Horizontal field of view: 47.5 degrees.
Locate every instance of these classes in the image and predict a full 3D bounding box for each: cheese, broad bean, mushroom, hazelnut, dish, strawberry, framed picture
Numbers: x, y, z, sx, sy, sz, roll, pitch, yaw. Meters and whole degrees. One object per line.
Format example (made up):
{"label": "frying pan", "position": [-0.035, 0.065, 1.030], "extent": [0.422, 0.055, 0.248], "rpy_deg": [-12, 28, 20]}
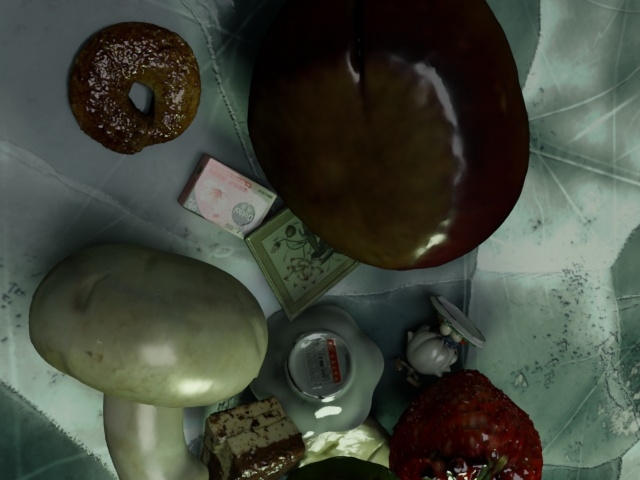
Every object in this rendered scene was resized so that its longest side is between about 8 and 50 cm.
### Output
{"label": "cheese", "position": [0.012, 0.353, 1.273], "extent": [0.263, 0.093, 0.159], "rpy_deg": [37, 93, -27]}
{"label": "broad bean", "position": [0.012, 0.425, 1.181], "extent": [0.292, 0.049, 0.144], "rpy_deg": [-37, 81, 16]}
{"label": "mushroom", "position": [-0.203, 0.140, 0.981], "extent": [0.315, 0.315, 0.356], "rpy_deg": [-40, 89, -8]}
{"label": "hazelnut", "position": [0.092, -0.169, 1.020], "extent": [0.402, 0.402, 0.429], "rpy_deg": [-36, 109, -10]}
{"label": "dish", "position": [-0.003, 0.203, 1.170], "extent": [0.229, 0.081, 0.229], "rpy_deg": [3, 72, -8]}
{"label": "strawberry", "position": [0.245, 0.349, 1.265], "extent": [0.238, 0.288, 0.250], "rpy_deg": [-23, 123, 27]}
{"label": "framed picture", "position": [0.000, 0.000, 1.186], "extent": [0.231, 0.010, 0.173], "rpy_deg": [-39, 118, -21]}

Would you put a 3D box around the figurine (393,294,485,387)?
{"label": "figurine", "position": [0.198, 0.191, 1.302], "extent": [0.132, 0.132, 0.154], "rpy_deg": [36, 103, -27]}

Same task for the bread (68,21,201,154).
{"label": "bread", "position": [-0.256, -0.213, 1.018], "extent": [0.193, 0.064, 0.193], "rpy_deg": [-8, 111, -22]}

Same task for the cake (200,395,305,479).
{"label": "cake", "position": [-0.115, 0.354, 1.162], "extent": [0.135, 0.112, 0.246], "rpy_deg": [-19, 147, -29]}

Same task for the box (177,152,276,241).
{"label": "box", "position": [-0.143, -0.065, 1.116], "extent": [0.125, 0.043, 0.089], "rpy_deg": [28, 93, -26]}
